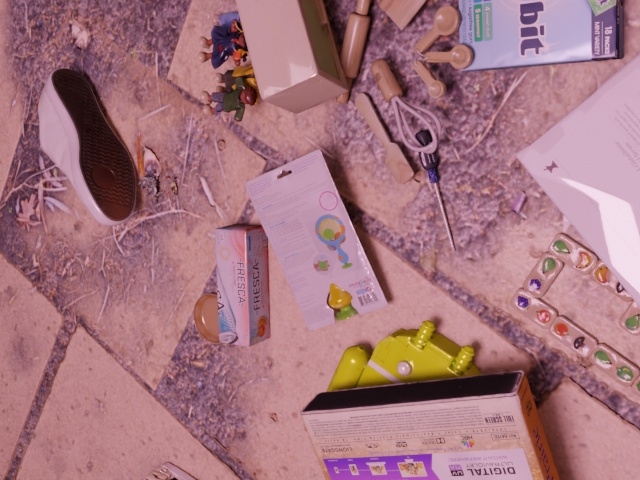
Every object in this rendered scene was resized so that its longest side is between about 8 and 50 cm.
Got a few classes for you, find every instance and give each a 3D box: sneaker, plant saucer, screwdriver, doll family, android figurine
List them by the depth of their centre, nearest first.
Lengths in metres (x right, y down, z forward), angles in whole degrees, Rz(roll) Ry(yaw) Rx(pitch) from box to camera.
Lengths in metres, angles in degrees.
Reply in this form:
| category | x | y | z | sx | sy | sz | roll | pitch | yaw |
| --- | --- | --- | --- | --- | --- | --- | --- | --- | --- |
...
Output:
| category | x | y | z | sx | sy | sz | roll | pitch | yaw |
| --- | --- | --- | --- | --- | --- | --- | --- | --- | --- |
| screwdriver | 0.154 | -0.063 | 1.006 | 0.024 | 0.025 | 0.169 | -13 | 91 | 33 |
| android figurine | 0.126 | 0.238 | 1.060 | 0.248 | 0.056 | 0.272 | 34 | 116 | 22 |
| doll family | -0.113 | -0.267 | 1.107 | 0.111 | 0.076 | 0.193 | -4 | 94 | 37 |
| plant saucer | -0.172 | 0.126 | 1.246 | 0.083 | 0.015 | 0.083 | 6 | 101 | 31 |
| sneaker | -0.404 | -0.140 | 1.302 | 0.123 | 0.106 | 0.290 | -36 | 72 | 41 |

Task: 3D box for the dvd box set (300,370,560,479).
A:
| category | x | y | z | sx | sy | sz | roll | pitch | yaw |
| --- | --- | --- | --- | --- | --- | --- | --- | --- | --- |
| dvd box set | 0.178 | 0.382 | 0.999 | 0.308 | 0.062 | 0.420 | -14 | 103 | 32 |

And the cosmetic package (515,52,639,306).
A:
| category | x | y | z | sx | sy | sz | roll | pitch | yaw |
| --- | --- | --- | --- | --- | --- | --- | --- | --- | --- |
| cosmetic package | 0.432 | -0.033 | 0.774 | 0.284 | 0.097 | 0.377 | -40 | 76 | 19 |

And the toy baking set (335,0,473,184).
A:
| category | x | y | z | sx | sy | sz | roll | pitch | yaw |
| --- | --- | --- | --- | --- | --- | --- | --- | --- | --- |
| toy baking set | 0.094 | -0.212 | 0.990 | 0.197 | 0.030 | 0.256 | 37 | 122 | 34 |

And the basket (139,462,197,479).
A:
| category | x | y | z | sx | sy | sz | roll | pitch | yaw |
| --- | --- | --- | --- | --- | --- | --- | --- | --- | --- |
| basket | -0.275 | 0.495 | 1.323 | 0.113 | 0.103 | 0.167 | 23 | 111 | 28 |

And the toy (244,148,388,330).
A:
| category | x | y | z | sx | sy | sz | roll | pitch | yaw |
| --- | --- | --- | --- | --- | --- | --- | --- | --- | --- |
| toy | 0.000 | 0.000 | 1.094 | 0.137 | 0.056 | 0.237 | -21 | 92 | 29 |

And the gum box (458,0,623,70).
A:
| category | x | y | z | sx | sy | sz | roll | pitch | yaw |
| --- | --- | --- | --- | --- | --- | --- | --- | --- | --- |
| gum box | 0.255 | -0.284 | 0.893 | 0.184 | 0.041 | 0.157 | 2 | 100 | 32 |

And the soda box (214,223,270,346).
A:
| category | x | y | z | sx | sy | sz | roll | pitch | yaw |
| --- | --- | --- | --- | --- | --- | --- | --- | --- | --- |
| soda box | -0.120 | 0.067 | 1.178 | 0.063 | 0.058 | 0.183 | 5 | 100 | 31 |

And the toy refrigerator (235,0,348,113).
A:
| category | x | y | z | sx | sy | sz | roll | pitch | yaw |
| --- | --- | --- | --- | --- | --- | --- | --- | --- | --- |
| toy refrigerator | -0.049 | -0.317 | 1.012 | 0.094 | 0.102 | 0.269 | -20 | 79 | 23 |

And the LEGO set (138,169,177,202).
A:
| category | x | y | z | sx | sy | sz | roll | pitch | yaw |
| --- | --- | --- | --- | --- | --- | --- | --- | --- | --- |
| LEGO set | -0.274 | -0.092 | 1.265 | 0.083 | 0.023 | 0.054 | -16 | 90 | 33 |

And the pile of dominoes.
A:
| category | x | y | z | sx | sy | sz | roll | pitch | yaw |
| --- | --- | --- | --- | --- | --- | --- | --- | --- | --- |
| pile of dominoes | 0.369 | 0.075 | 0.888 | 0.251 | 0.040 | 0.196 | 36 | 116 | 21 |
